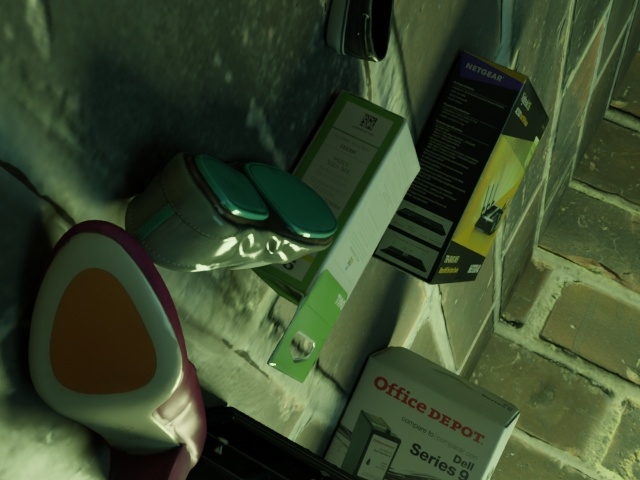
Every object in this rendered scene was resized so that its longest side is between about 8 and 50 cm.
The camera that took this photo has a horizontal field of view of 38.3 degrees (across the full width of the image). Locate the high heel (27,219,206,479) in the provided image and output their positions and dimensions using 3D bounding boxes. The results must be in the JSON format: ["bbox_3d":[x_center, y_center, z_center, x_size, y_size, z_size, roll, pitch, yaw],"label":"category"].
[{"bbox_3d":[-0.103,0.062,0.533,0.117,0.082,0.244,-87,172,-50],"label":"high heel"}]

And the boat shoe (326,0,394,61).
[{"bbox_3d":[0.038,-0.184,0.608,0.049,0.040,0.142,-46,156,-45],"label":"boat shoe"}]

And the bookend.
[{"bbox_3d":[-0.049,0.198,0.707,0.072,0.156,0.157,-64,162,0],"label":"bookend"}]

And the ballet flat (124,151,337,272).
[{"bbox_3d":[-0.054,-0.012,0.574,0.068,0.072,0.213,-39,167,13],"label":"ballet flat"}]

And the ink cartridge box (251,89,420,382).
[{"bbox_3d":[0.000,0.000,0.724,0.209,0.062,0.109,-61,163,-9],"label":"ink cartridge box"}]

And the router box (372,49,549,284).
[{"bbox_3d":[0.179,-0.073,1.112,0.243,0.081,0.309,-66,163,7],"label":"router box"}]

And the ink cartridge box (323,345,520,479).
[{"bbox_3d":[0.116,0.320,1.275,0.289,0.211,0.121,-68,161,9],"label":"ink cartridge box"}]
